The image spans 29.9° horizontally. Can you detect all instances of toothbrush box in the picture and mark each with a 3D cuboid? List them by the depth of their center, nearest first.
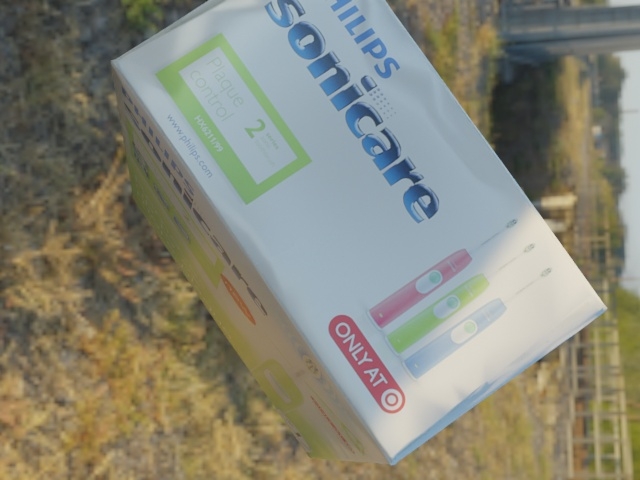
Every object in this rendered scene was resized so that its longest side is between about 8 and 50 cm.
[{"bbox_3d":[0.000,0.000,0.632,0.206,0.122,0.283,55,-12,3],"label":"toothbrush box"}]
